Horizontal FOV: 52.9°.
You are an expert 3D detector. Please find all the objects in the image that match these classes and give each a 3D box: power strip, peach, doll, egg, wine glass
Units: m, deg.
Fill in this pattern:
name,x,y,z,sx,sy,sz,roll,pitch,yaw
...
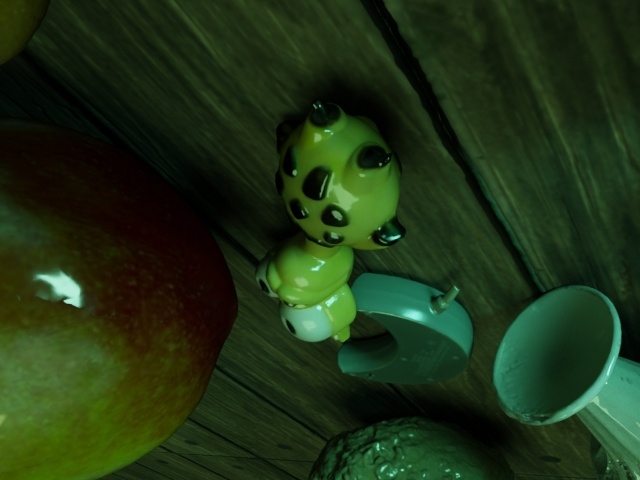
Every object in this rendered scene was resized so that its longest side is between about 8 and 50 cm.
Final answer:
name,x,y,z,sx,sy,sz,roll,pitch,yaw
power strip,0.089,0.094,0.655,0.137,0.044,0.216,12,149,2
peach,-0.233,0.054,0.506,0.332,0.308,0.308,2,150,-11
doll,-0.001,0.000,0.508,0.117,0.086,0.291,51,156,18
egg,0.129,0.374,0.871,0.310,0.279,0.279,16,150,-23
wine glass,0.265,0.139,0.565,0.196,0.165,0.165,36,143,-19

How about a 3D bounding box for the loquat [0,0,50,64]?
name,x,y,z,sx,sy,sz,roll,pitch,yaw
loquat,-0.206,-0.145,0.313,0.141,0.141,0.141,10,148,6
